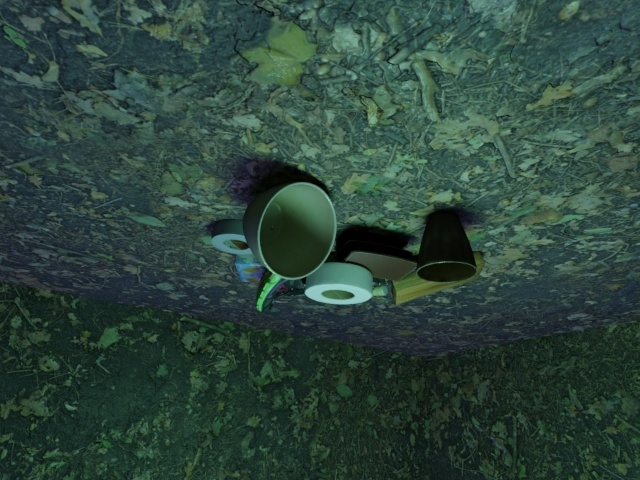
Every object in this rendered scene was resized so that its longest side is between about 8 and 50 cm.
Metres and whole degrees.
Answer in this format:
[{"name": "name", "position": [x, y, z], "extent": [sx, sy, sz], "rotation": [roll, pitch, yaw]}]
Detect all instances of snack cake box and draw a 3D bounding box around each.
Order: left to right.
[{"name": "snack cake box", "position": [-0.328, 0.130, 2.159], "extent": [0.152, 0.089, 0.264], "rotation": [5, 155, 0]}]

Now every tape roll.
[{"name": "tape roll", "position": [-0.360, -0.011, 1.875], "extent": [0.219, 0.072, 0.219], "rotation": [4, 155, 2]}, {"name": "tape roll", "position": [0.078, 0.188, 1.847], "extent": [0.286, 0.100, 0.286], "rotation": [3, 155, 2]}]

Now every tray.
[{"name": "tray", "position": [0.537, 0.182, 2.007], "extent": [0.411, 0.076, 0.203], "rotation": [-19, 154, 0]}]

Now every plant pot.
[{"name": "plant pot", "position": [0.464, 0.015, 1.620], "extent": [0.216, 0.230, 0.215], "rotation": [3, 155, 1]}]

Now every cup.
[{"name": "cup", "position": [-0.143, -0.052, 1.525], "extent": [0.237, 0.331, 0.331], "rotation": [17, 171, 47]}]

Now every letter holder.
[{"name": "letter holder", "position": [0.240, 0.047, 1.823], "extent": [0.302, 0.151, 0.214], "rotation": [11, 152, -16]}]

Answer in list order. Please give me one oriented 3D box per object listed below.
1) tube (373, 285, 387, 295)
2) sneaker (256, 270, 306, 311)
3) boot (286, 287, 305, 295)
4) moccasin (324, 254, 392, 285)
[{"name": "tube", "position": [0.269, 0.294, 2.472], "extent": [0.240, 0.062, 0.070], "rotation": [-11, 112, 39]}, {"name": "sneaker", "position": [-0.158, 0.194, 2.003], "extent": [0.202, 0.185, 0.482], "rotation": [25, 130, -16]}, {"name": "boot", "position": [-0.147, 0.232, 2.198], "extent": [0.237, 0.085, 0.179], "rotation": [4, 160, -28]}, {"name": "moccasin", "position": [0.183, 0.145, 2.062], "extent": [0.380, 0.139, 0.147], "rotation": [3, 177, 3]}]
